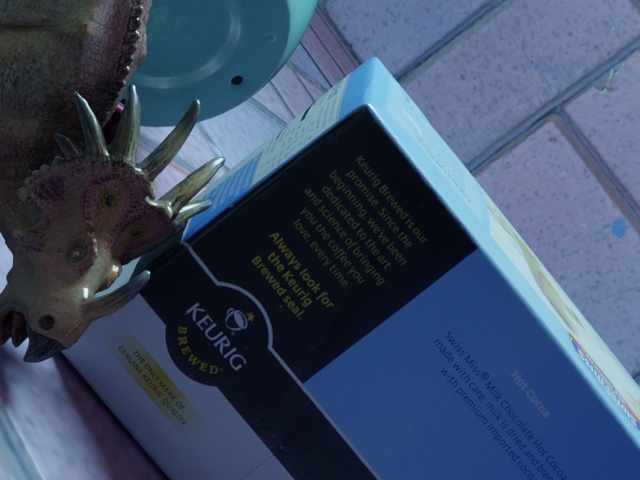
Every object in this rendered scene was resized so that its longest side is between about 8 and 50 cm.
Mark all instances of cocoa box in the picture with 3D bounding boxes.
[{"bbox_3d":[0.051,0.096,1.012,0.347,0.228,0.231,51,10,-8],"label":"cocoa box"}]

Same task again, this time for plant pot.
[{"bbox_3d":[-0.124,-0.227,1.239,0.293,0.293,0.235,43,24,-41],"label":"plant pot"}]

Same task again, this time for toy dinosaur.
[{"bbox_3d":[-0.136,-0.096,0.883,0.200,0.296,0.127,12,10,40],"label":"toy dinosaur"}]

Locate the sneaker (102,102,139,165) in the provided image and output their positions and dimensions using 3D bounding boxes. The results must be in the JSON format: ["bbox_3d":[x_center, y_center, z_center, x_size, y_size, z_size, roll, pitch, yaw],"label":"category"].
[{"bbox_3d":[-0.160,-0.071,1.083,0.072,0.077,0.178,43,13,-47],"label":"sneaker"}]
